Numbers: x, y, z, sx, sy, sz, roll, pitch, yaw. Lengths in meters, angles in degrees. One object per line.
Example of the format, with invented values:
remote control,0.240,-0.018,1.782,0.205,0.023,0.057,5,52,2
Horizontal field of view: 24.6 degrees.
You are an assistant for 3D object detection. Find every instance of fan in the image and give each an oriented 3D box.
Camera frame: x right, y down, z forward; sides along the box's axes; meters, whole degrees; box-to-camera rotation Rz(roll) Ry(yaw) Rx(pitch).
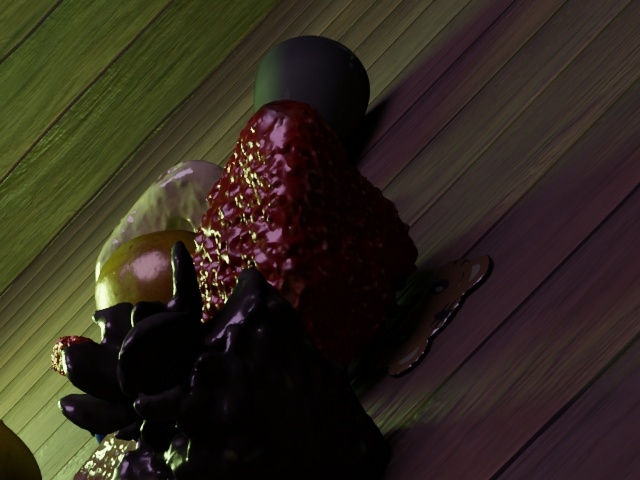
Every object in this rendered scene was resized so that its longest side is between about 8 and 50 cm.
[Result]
fan,0.084,0.072,1.473,0.152,0.008,0.226,-51,16,-15

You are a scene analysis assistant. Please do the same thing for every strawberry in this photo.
strawberry,-0.035,0.014,1.477,0.261,0.257,0.261,-37,25,21
strawberry,-0.405,0.187,2.422,0.073,0.073,0.083,-39,3,29

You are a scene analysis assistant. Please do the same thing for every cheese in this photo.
cheese,-0.200,0.012,2.038,0.248,0.173,0.251,-55,5,-21

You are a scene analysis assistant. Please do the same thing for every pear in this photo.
pear,-0.181,0.078,1.852,0.200,0.200,0.200,-43,15,15

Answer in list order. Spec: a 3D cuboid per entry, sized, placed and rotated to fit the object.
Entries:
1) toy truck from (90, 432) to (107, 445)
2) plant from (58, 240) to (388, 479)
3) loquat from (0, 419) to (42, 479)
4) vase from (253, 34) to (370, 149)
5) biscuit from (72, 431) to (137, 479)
toy truck,-0.248,0.236,1.891,0.090,0.056,0.073,-26,16,23
plant,-0.091,0.147,1.254,0.188,0.276,0.199,-27,25,40
loquat,-0.484,0.341,1.903,0.275,0.275,0.275,-43,15,15
vase,-0.027,-0.147,2.066,0.173,0.173,0.321,-39,21,27
biscuit,-0.212,0.277,1.644,0.217,0.044,0.325,-50,18,10
